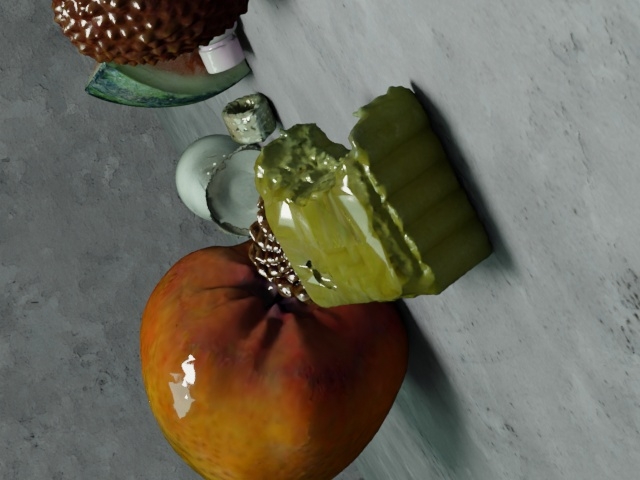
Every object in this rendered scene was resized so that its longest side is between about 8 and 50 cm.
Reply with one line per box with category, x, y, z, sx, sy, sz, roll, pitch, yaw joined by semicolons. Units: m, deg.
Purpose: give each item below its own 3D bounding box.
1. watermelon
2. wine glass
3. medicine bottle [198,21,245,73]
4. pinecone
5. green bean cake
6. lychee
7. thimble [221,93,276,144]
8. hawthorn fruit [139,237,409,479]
watermelon;-0.258;-0.337;1.663;0.250;0.283;0.292;-116;27;-49
wine glass;-0.181;-0.117;1.974;0.190;0.191;0.357;63;168;-15
medicine bottle;-0.202;-0.398;1.572;0.260;0.095;0.095;65;169;-24
pinecone;0.000;0.000;1.456;0.207;0.208;0.207;57;169;18
green bean cake;0.044;-0.039;1.107;0.236;0.124;0.232;-13;108;56
lychee;-0.217;-0.361;1.247;0.276;0.304;0.275;36;-167;-10
thimble;-0.123;-0.211;1.712;0.062;0.084;0.110;66;174;-26
hawthorn fruit;-0.082;0.212;1.666;0.471;0.472;0.471;57;169;18
